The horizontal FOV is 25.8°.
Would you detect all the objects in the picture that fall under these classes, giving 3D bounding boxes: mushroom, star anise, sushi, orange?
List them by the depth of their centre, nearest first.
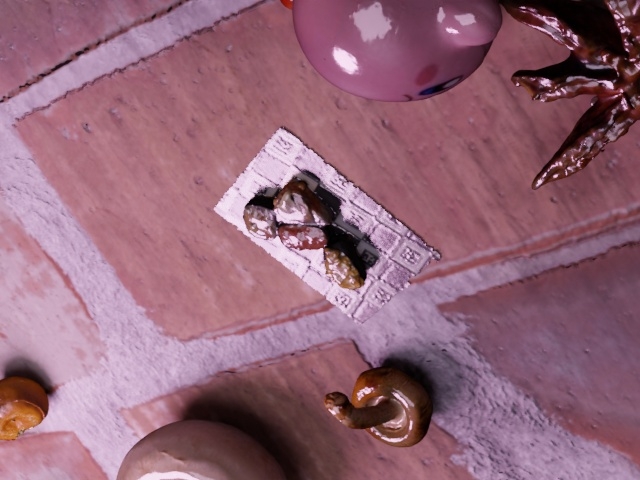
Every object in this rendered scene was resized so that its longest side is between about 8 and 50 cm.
[{"bbox_3d":[0.259,-0.135,1.106,0.288,0.088,0.288,14,129,18],"label":"star anise"},{"bbox_3d":[0.000,0.000,1.355,0.201,0.031,0.139,38,130,-5],"label":"sushi"},{"bbox_3d":[0.059,0.162,1.412,0.130,0.072,0.088,25,157,-39],"label":"mushroom"},{"bbox_3d":[-0.137,0.311,1.522,0.207,0.215,0.207,9,126,12],"label":"mushroom"},{"bbox_3d":[-0.365,0.192,1.638,0.086,0.062,0.086,-14,141,-12],"label":"orange"}]

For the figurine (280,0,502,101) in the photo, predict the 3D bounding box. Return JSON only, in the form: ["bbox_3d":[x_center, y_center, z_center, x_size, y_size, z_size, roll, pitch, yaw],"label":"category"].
[{"bbox_3d":[0.059,-0.188,1.104,0.173,0.173,0.173,12,128,16],"label":"figurine"}]
